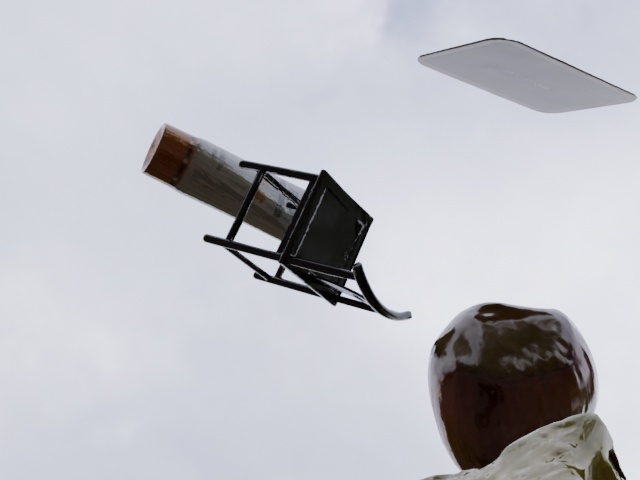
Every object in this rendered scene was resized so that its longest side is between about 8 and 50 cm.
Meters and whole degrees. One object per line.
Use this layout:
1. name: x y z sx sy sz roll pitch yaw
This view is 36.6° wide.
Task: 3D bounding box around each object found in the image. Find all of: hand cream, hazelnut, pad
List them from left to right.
1. hand cream: -0.121 -0.070 1.498 0.314 0.140 0.089 25 -49 -22
2. hazelnut: 0.209 0.170 1.108 0.186 0.210 0.210 45 -51 29
3. pad: 0.269 -0.209 1.259 0.266 0.002 0.176 14 -8 -34

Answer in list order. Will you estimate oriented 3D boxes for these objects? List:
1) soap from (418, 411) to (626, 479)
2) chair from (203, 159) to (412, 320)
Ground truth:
1. soap: 0.096 0.254 0.396 0.199 0.091 0.315 -25 -86 11
2. chair: 0.000 0.000 1.253 0.260 0.141 0.154 14 -17 36
